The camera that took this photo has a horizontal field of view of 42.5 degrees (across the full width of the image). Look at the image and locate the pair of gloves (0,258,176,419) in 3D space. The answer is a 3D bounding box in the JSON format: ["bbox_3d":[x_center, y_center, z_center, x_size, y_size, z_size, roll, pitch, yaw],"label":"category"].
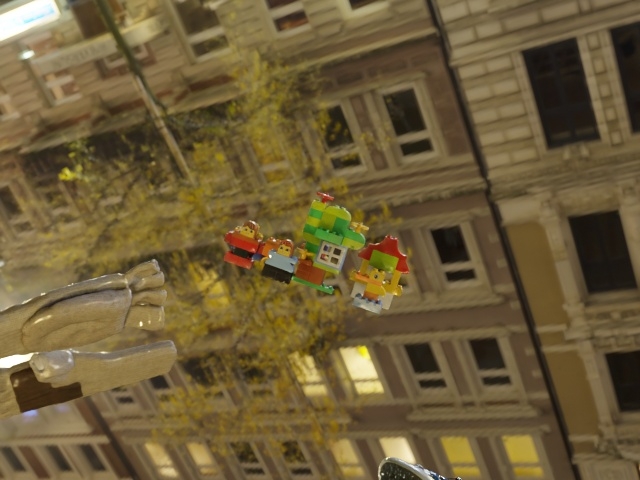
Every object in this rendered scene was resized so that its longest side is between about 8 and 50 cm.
[{"bbox_3d":[-0.240,0.101,0.771,0.204,0.240,0.042,-15,-115,-16],"label":"pair of gloves"}]

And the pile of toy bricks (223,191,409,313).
[{"bbox_3d":[0.000,0.000,0.921,0.212,0.105,0.118,19,-176,4],"label":"pile of toy bricks"}]

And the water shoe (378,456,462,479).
[{"bbox_3d":[0.181,0.389,1.239,0.203,0.073,0.080,29,-162,18],"label":"water shoe"}]
